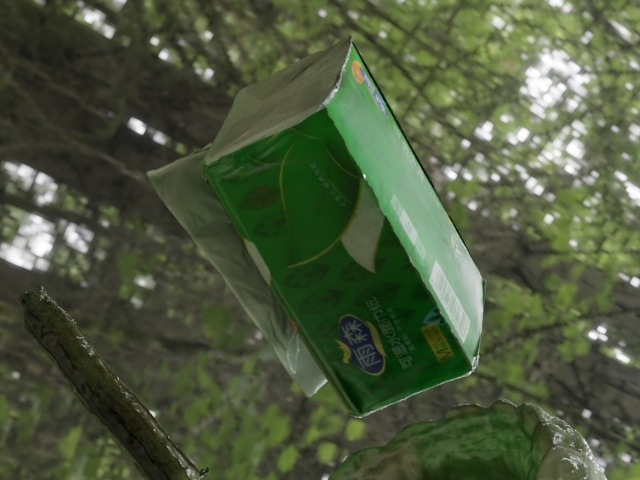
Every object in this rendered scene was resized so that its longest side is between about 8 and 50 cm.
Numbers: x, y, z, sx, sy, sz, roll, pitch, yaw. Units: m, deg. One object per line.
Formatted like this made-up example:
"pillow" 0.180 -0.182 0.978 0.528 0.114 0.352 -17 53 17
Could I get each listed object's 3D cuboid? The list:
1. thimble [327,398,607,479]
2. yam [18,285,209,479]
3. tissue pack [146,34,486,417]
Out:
"thimble" 0.089 0.206 0.906 0.219 0.150 0.219 -26 -163 9
"yam" -0.108 0.077 0.781 0.129 0.033 0.027 50 -58 10
"tissue pack" -0.001 -0.001 1.048 0.156 0.209 0.148 -24 -160 21
